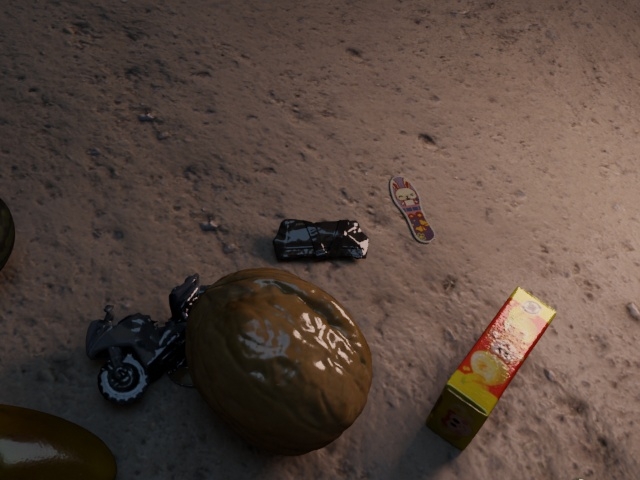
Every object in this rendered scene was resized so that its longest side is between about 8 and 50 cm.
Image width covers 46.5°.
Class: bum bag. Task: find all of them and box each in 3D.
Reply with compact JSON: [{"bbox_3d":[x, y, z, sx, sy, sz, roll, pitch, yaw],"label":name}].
[{"bbox_3d":[0.000,0.000,1.501,0.197,0.049,0.087,-1,76,-12],"label":"bum bag"}]

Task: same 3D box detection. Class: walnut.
[{"bbox_3d":[-0.072,0.186,1.189,0.313,0.252,0.277,42,43,-11],"label":"walnut"}]

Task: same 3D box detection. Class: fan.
[{"bbox_3d":[-0.189,0.222,1.309,0.152,0.008,0.226,-31,62,-30],"label":"fan"}]

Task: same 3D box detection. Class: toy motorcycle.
[{"bbox_3d":[-0.290,0.153,1.280,0.159,0.106,0.270,37,60,16],"label":"toy motorcycle"}]

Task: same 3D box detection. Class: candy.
[{"bbox_3d":[0.302,0.222,1.318,0.088,0.146,0.276,35,52,16],"label":"candy"}]

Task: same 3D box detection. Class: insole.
[{"bbox_3d":[0.198,-0.070,1.620,0.065,0.004,0.197,-7,53,-17],"label":"insole"}]

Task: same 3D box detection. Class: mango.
[{"bbox_3d":[-0.432,0.326,1.115,0.253,0.113,0.138,17,46,-6],"label":"mango"}]

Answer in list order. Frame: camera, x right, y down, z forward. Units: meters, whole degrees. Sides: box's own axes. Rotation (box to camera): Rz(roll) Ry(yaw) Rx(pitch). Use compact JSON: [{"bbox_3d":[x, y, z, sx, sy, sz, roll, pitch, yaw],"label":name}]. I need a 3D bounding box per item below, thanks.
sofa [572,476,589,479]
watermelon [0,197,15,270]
[{"bbox_3d":[0.453,0.417,1.148,0.225,0.210,0.176,18,52,5],"label":"sofa"},{"bbox_3d":[-0.637,-0.010,1.284,0.212,0.212,0.212,5,51,-7],"label":"watermelon"}]
